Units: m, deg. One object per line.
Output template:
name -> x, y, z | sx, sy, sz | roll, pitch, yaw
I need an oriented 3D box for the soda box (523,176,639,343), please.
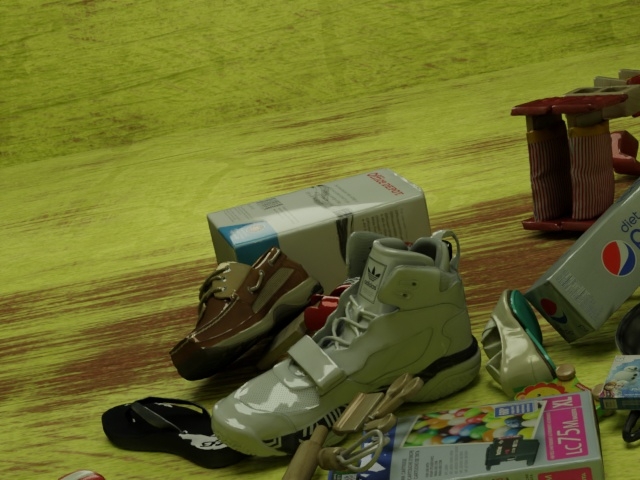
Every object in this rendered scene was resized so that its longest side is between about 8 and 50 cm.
soda box -> 0.396, 0.001, 2.113 | 0.286, 0.091, 0.098 | -43, -1, -19

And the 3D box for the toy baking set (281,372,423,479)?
toy baking set -> 0.022, 0.227, 1.788 | 0.196, 0.030, 0.256 | -39, 11, 38

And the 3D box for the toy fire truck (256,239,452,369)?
toy fire truck -> 0.043, 0.095, 2.229 | 0.246, 0.159, 0.217 | 5, 21, 18

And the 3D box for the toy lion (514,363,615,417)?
toy lion -> 0.275, 0.189, 1.892 | 0.096, 0.034, 0.100 | -33, 34, -22

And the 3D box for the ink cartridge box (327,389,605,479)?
ink cartridge box -> 0.148, 0.241, 1.770 | 0.311, 0.065, 0.186 | -11, 16, 9

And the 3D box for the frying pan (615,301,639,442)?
frying pan -> 0.446, 0.139, 1.907 | 0.197, 0.053, 0.326 | -12, 26, 14

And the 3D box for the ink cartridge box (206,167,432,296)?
ink cartridge box -> 0.000, 0.000, 2.558 | 0.307, 0.129, 0.223 | -15, 16, -11

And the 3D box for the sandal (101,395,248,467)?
sandal -> -0.179, 0.227, 2.057 | 0.254, 0.055, 0.097 | 4, 23, 44

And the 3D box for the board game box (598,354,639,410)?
board game box -> 0.366, 0.158, 1.839 | 0.090, 0.020, 0.090 | -4, 26, 25

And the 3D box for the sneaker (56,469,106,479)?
sneaker -> -0.263, 0.334, 1.747 | 0.128, 0.087, 0.221 | 8, 37, 31

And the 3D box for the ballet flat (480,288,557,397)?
ballet flat -> 0.239, 0.131, 2.050 | 0.086, 0.086, 0.248 | -11, 17, 3

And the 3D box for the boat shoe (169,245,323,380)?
boat shoe -> -0.120, 0.094, 2.286 | 0.122, 0.120, 0.324 | -39, -4, 30

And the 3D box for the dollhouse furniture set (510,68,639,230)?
dollhouse furniture set -> 0.469, -0.151, 2.631 | 0.152, 0.201, 0.374 | 1, 15, 40

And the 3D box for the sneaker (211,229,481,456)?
sneaker -> 0.028, 0.114, 1.974 | 0.365, 0.210, 0.137 | -17, 29, -24
